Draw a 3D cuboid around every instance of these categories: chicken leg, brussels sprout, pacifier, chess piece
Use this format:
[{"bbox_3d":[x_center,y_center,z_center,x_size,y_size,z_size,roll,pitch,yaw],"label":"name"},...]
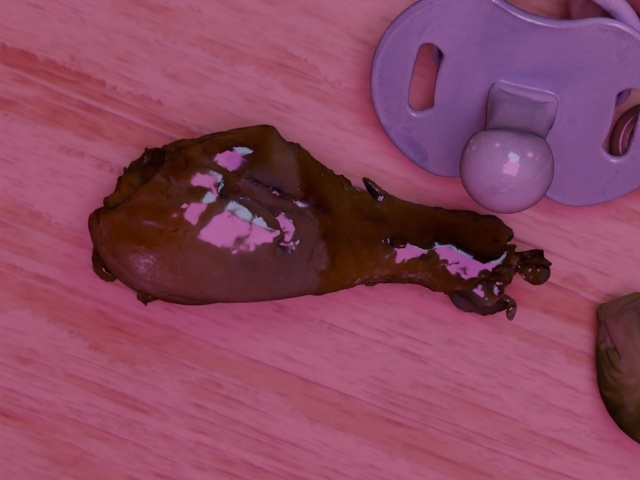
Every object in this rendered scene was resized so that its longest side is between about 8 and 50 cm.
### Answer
[{"bbox_3d":[0.000,0.000,1.743,0.429,0.152,0.201,9,107,-9],"label":"chicken leg"},{"bbox_3d":[0.330,0.136,1.775,0.139,0.100,0.181,-36,106,22],"label":"brussels sprout"},{"bbox_3d":[0.181,-0.113,1.673,0.287,0.225,0.238,15,129,1],"label":"pacifier"},{"bbox_3d":[0.317,-0.091,1.778,0.084,0.038,0.083,0,96,1],"label":"chess piece"}]

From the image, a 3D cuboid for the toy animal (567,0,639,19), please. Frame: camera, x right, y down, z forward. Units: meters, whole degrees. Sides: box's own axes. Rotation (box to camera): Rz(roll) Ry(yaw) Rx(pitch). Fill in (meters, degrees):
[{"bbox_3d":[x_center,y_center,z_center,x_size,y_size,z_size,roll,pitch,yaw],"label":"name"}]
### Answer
[{"bbox_3d":[0.363,-0.266,1.674,0.256,0.213,0.195,9,93,-2],"label":"toy animal"}]
